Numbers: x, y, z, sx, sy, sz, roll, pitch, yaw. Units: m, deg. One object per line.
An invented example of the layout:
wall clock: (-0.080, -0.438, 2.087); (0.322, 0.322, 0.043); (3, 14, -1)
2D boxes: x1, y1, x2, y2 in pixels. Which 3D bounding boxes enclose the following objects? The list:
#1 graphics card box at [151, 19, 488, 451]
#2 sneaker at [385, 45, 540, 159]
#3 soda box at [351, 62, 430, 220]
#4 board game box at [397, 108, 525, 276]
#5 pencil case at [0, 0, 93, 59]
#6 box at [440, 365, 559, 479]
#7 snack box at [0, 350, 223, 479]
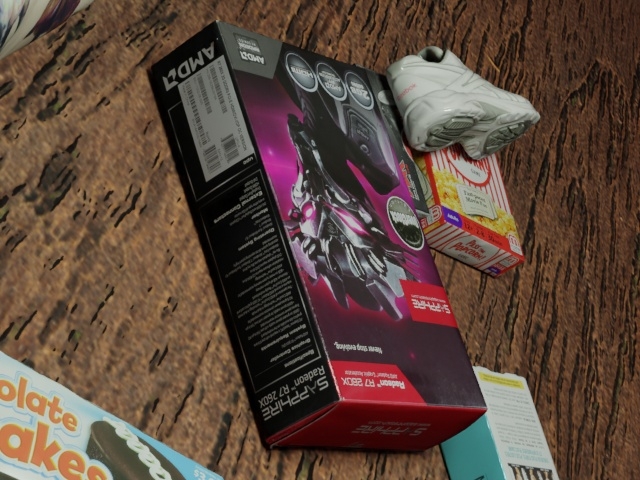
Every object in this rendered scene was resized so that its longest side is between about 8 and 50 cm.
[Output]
graphics card box: (0.000, 0.000, 1.477); (0.232, 0.094, 0.371); (11, 53, -51)
sneaker: (0.150, -0.155, 1.750); (0.232, 0.090, 0.115); (6, 53, -58)
soda box: (0.053, -0.091, 1.675); (0.060, 0.053, 0.169); (17, 51, -49)
board game box: (0.141, -0.070, 1.792); (0.146, 0.045, 0.194); (23, 45, -45)
pencil case: (-0.281, -0.167, 1.126); (0.160, 0.183, 0.410); (52, 30, -11)
box: (0.179, 0.243, 1.552); (0.100, 0.060, 0.244); (16, 50, -49)
snack box: (-0.213, 0.155, 1.013); (0.322, 0.060, 0.187); (33, 38, -22)
